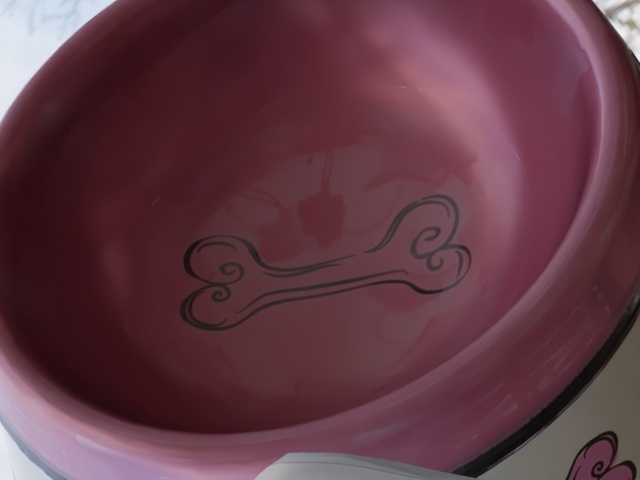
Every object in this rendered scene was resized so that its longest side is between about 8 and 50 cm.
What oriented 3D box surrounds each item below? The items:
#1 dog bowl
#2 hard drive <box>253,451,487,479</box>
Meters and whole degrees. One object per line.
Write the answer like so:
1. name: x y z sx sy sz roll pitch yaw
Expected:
1. dog bowl: 0.000 0.000 0.818 0.150 0.408 0.408 65 -151 -50
2. hard drive: 0.092 0.228 0.322 0.047 0.233 0.353 -37 -48 -60
